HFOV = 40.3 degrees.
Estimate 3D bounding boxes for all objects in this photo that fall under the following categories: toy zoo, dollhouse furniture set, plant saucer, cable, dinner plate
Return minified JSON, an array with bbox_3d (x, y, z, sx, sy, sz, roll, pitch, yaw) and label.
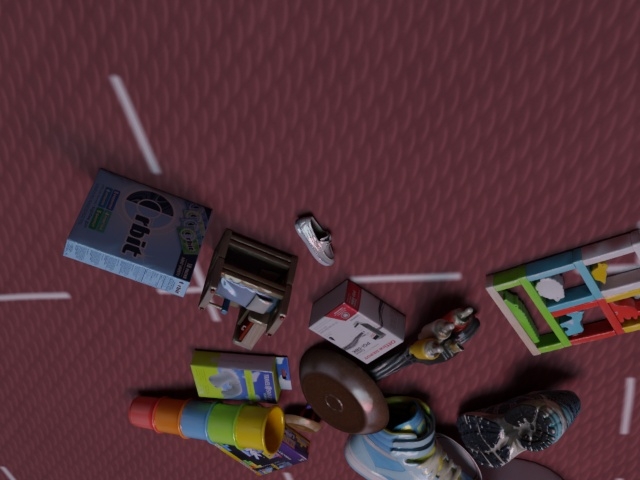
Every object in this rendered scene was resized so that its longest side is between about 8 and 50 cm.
[{"bbox_3d":[0.433,0.083,1.367,0.293,0.030,0.192,-19,129,28],"label":"toy zoo"},{"bbox_3d":[-0.138,0.104,1.424,0.129,0.129,0.183,23,135,-12],"label":"dollhouse furniture set"},{"bbox_3d":[0.032,0.285,1.584,0.199,0.036,0.198,26,137,26],"label":"plant saucer"},{"bbox_3d":[-0.037,0.368,1.739,0.083,0.015,0.083,14,158,6],"label":"plant saucer"},{"bbox_3d":[0.162,0.174,1.486,0.072,0.139,0.287,53,146,-7],"label":"cable"},{"bbox_3d":[0.266,0.433,1.729,0.141,0.017,0.141,35,147,26],"label":"dinner plate"}]

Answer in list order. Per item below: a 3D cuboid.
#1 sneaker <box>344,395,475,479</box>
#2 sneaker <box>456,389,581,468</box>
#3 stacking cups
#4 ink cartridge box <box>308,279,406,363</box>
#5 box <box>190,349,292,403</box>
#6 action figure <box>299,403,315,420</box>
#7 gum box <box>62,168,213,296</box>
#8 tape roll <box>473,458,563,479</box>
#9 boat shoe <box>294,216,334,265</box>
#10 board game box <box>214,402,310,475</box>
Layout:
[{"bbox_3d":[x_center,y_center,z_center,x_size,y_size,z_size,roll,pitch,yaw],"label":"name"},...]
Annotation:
[{"bbox_3d":[0.206,0.416,1.642,0.319,0.127,0.208,27,135,9],"label":"sneaker"},{"bbox_3d":[0.364,0.336,1.587,0.283,0.122,0.110,-31,82,57],"label":"sneaker"},{"bbox_3d":[-0.232,0.348,1.698,0.316,0.096,0.096,4,137,21],"label":"stacking cups"},{"bbox_3d":[0.063,0.140,1.476,0.135,0.056,0.099,33,131,-22],"label":"ink cartridge box"},{"bbox_3d":[-0.149,0.260,1.651,0.178,0.042,0.109,4,136,8],"label":"box"},{"bbox_3d":[-0.002,0.317,1.694,0.038,0.030,0.115,26,132,-9],"label":"action figure"},{"bbox_3d":[-0.269,-0.014,1.307,0.184,0.157,0.041,21,135,-11],"label":"gum box"},{"bbox_3d":[0.381,0.571,1.833,0.286,0.100,0.286,6,136,5],"label":"tape roll"},{"bbox_3d":[0.000,0.000,1.361,0.035,0.035,0.100,-17,123,30],"label":"boat shoe"},{"bbox_3d":[-0.129,0.415,1.803,0.141,0.048,0.170,-26,126,33],"label":"board game box"}]
